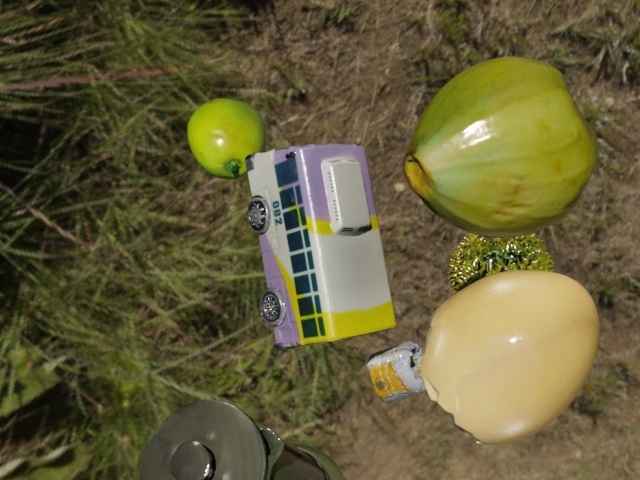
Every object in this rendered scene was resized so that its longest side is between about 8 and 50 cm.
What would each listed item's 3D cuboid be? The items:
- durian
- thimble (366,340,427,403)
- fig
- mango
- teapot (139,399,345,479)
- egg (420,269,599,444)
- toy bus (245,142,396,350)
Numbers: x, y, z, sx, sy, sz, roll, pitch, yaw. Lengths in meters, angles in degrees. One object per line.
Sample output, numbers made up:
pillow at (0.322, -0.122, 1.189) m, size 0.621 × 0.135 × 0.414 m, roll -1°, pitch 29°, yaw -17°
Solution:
durian at (0.453, 0.087, 2.097) m, size 0.291 × 0.291 × 0.224 m, roll 7°, pitch 125°, yaw 24°
thimble at (0.187, 0.306, 1.961) m, size 0.118 × 0.151 × 0.127 m, roll -24°, pitch 80°, yaw 20°
fig at (0.223, -0.120, 1.114) m, size 0.239 × 0.271 × 0.239 m, roll 23°, pitch 117°, yaw 55°
mango at (-0.220, -0.260, 2.034) m, size 0.192 × 0.343 × 0.156 m, roll 41°, pitch 108°, yaw -15°
teapot at (-0.132, 0.360, 1.202) m, size 0.271 × 0.200 × 0.337 m, roll -21°, pitch 148°, yaw 12°
egg at (0.243, 0.141, 1.079) m, size 0.244 × 0.201 × 0.201 m, roll -41°, pitch 102°, yaw 18°
toy bus at (0.000, 0.000, 1.827) m, size 0.249 × 0.209 × 0.439 m, roll -15°, pitch 83°, yaw 50°
